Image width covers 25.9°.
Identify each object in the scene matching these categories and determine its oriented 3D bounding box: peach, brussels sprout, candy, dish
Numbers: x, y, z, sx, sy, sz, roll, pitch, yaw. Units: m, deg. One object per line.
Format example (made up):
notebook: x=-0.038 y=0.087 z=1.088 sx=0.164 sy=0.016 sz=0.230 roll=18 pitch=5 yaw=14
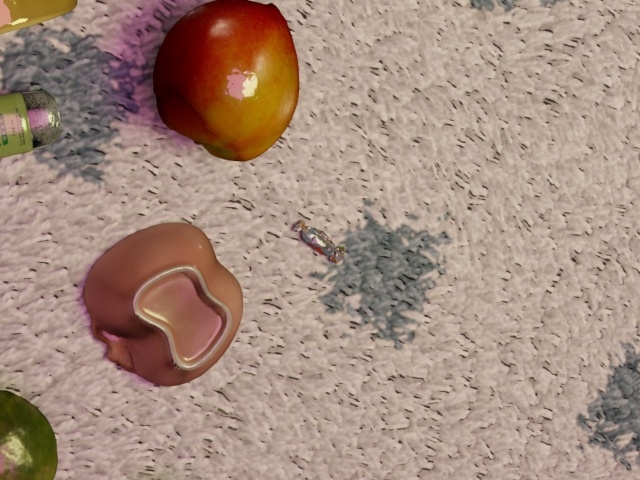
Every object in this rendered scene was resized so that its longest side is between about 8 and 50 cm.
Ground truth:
peach: x=-0.110 y=-0.203 z=1.689 sx=0.197 sy=0.197 sz=0.197 roll=-4 pitch=101 yaw=-24
brussels sprout: x=-0.397 y=0.269 z=1.663 sx=0.161 sy=0.143 sz=0.181 roll=-21 pitch=131 yaw=-40
candy: x=0.000 y=0.000 z=1.861 sx=0.083 sy=0.020 sz=0.030 roll=40 pitch=81 yaw=-23
dish: x=-0.185 y=0.089 z=1.754 sx=0.213 sy=0.090 sz=0.213 roll=-5 pitch=101 yaw=-24

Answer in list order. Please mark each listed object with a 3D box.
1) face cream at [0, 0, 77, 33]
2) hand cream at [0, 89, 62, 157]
face cream: x=-0.391 y=-0.317 z=1.520 sx=0.218 sy=0.218 sz=0.179 roll=-19 pitch=107 yaw=-20
hand cream: x=-0.395 y=-0.131 z=1.646 sx=0.175 sy=0.046 sz=0.095 roll=-13 pitch=107 yaw=-20
